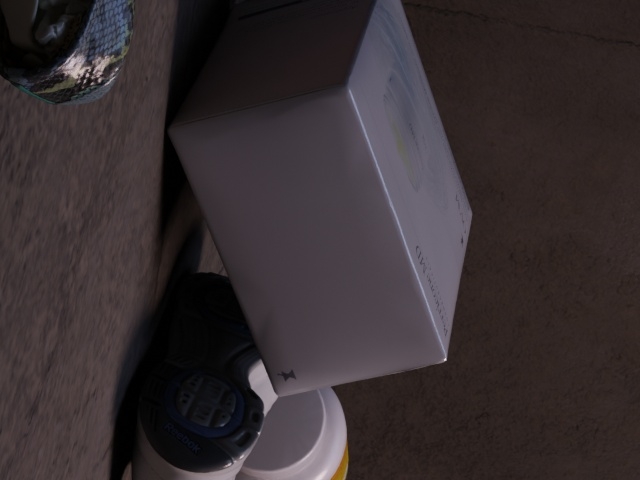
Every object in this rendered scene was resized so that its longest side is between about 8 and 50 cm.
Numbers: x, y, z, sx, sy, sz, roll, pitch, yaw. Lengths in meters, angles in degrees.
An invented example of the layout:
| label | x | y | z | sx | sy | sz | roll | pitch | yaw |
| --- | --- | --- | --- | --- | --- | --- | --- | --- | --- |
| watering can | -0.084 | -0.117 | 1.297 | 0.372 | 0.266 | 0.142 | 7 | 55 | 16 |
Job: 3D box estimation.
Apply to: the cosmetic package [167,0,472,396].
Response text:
| label | x | y | z | sx | sy | sz | roll | pitch | yaw |
| --- | --- | --- | --- | --- | --- | --- | --- | --- | --- |
| cosmetic package | 0.010 | -0.047 | 1.354 | 0.224 | 0.138 | 0.224 | -71 | 144 | -59 |

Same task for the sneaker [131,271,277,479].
| label | x | y | z | sx | sy | sz | roll | pitch | yaw |
| --- | --- | --- | --- | --- | --- | --- | --- | --- | --- |
| sneaker | -0.088 | 0.121 | 1.397 | 0.297 | 0.111 | 0.129 | -58 | 172 | -62 |

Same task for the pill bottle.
| label | x | y | z | sx | sy | sz | roll | pitch | yaw |
| --- | --- | --- | --- | --- | --- | --- | --- | --- | --- |
| pill bottle | -0.043 | 0.188 | 1.741 | 0.245 | 0.136 | 0.136 | 85 | 16 | -73 |

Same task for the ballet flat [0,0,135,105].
| label | x | y | z | sx | sy | sz | roll | pitch | yaw |
| --- | --- | --- | --- | --- | --- | --- | --- | --- | --- |
| ballet flat | -0.099 | -0.148 | 0.753 | 0.070 | 0.070 | 0.188 | -50 | 147 | -81 |
